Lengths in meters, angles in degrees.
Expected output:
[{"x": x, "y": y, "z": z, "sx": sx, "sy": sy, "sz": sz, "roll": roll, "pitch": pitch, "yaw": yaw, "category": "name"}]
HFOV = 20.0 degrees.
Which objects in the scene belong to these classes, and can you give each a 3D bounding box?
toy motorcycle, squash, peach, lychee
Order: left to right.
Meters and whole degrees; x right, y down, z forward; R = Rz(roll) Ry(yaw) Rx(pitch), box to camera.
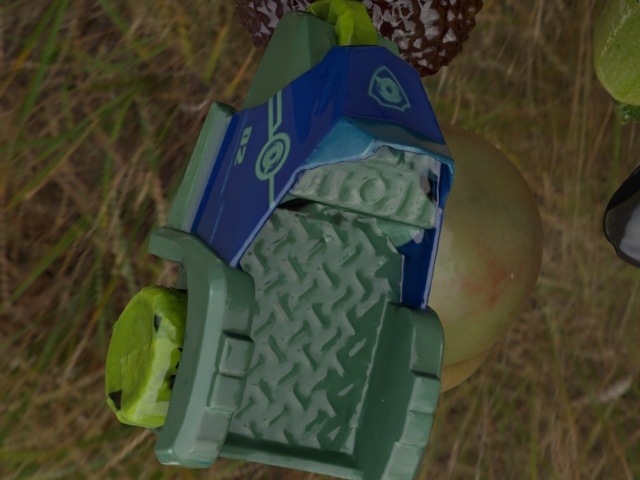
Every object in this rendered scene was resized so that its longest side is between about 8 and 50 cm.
[{"x": 0.000, "y": 0.000, "z": 1.189, "sx": 0.191, "sy": 0.200, "sz": 0.326, "roll": 13, "pitch": 92, "yaw": -27, "category": "toy motorcycle"}, {"x": 0.031, "y": -0.194, "z": 1.408, "sx": 0.188, "sy": 0.188, "sz": 0.188, "roll": 5, "pitch": 112, "yaw": 12, "category": "lychee"}, {"x": 0.064, "y": 0.012, "z": 1.652, "sx": 0.292, "sy": 0.292, "sz": 0.247, "roll": -37, "pitch": 68, "yaw": 23, "category": "peach"}, {"x": 0.264, "y": -0.169, "z": 1.442, "sx": 0.137, "sy": 0.137, "sz": 0.287, "roll": 39, "pitch": 155, "yaw": -3, "category": "squash"}]

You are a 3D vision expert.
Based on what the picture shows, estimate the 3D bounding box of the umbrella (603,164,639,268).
[{"x": 0.231, "y": 0.091, "z": 0.637, "sx": 0.337, "sy": 0.067, "sz": 0.073, "roll": 42, "pitch": 156, "yaw": -8, "category": "umbrella"}]
